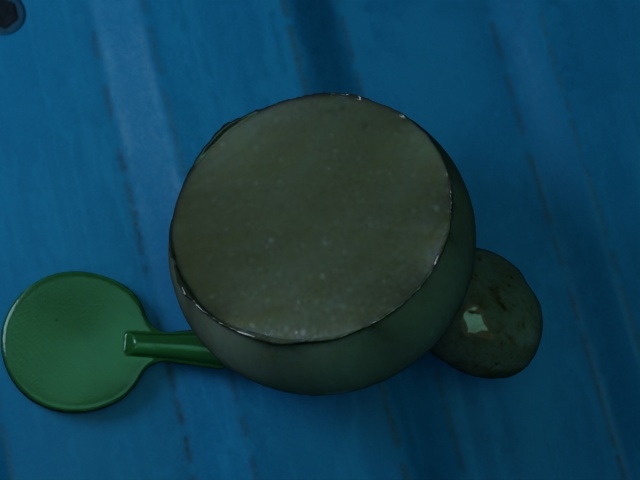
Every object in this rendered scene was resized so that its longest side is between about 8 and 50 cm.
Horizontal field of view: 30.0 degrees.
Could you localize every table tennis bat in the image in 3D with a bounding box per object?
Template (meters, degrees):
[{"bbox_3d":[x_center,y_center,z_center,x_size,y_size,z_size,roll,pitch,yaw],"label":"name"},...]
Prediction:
[{"bbox_3d":[-0.229,0.117,1.347,0.257,0.039,0.161,4,76,-4],"label":"table tennis bat"}]

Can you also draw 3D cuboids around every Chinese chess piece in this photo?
[{"bbox_3d":[0.000,0.000,1.299,0.338,0.140,0.338,-6,58,9],"label":"Chinese chess piece"}]

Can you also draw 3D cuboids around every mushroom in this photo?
[{"bbox_3d":[0.176,0.086,1.376,0.166,0.127,0.166,28,32,-20],"label":"mushroom"}]
